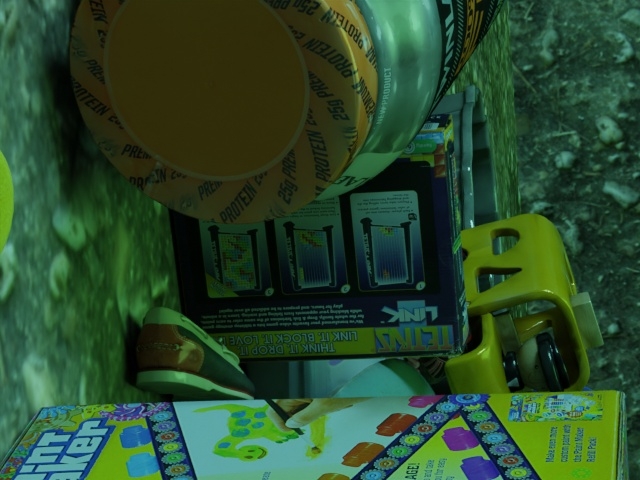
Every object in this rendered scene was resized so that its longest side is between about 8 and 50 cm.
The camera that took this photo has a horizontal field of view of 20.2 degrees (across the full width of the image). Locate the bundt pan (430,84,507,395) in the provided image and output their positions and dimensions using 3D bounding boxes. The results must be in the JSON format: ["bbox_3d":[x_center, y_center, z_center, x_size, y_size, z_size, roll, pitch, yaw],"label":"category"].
[{"bbox_3d":[0.093,0.031,1.594,0.331,0.124,0.331,-5,90,-80],"label":"bundt pan"}]

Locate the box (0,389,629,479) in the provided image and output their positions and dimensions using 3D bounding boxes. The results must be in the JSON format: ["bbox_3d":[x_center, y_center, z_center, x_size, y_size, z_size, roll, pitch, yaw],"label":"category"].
[{"bbox_3d":[0.003,0.235,0.798,0.177,0.279,0.290,-64,149,-66],"label":"box"}]

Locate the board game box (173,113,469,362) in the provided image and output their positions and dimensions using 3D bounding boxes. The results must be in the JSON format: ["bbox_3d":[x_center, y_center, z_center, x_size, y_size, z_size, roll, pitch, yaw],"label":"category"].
[{"bbox_3d":[0.000,0.000,1.085,0.048,0.170,0.141,-62,149,-69],"label":"board game box"}]

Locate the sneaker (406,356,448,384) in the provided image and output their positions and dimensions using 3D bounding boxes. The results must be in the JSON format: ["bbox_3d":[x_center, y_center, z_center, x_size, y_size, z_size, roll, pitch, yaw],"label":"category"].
[{"bbox_3d":[0.091,0.076,1.338,0.119,0.057,0.047,64,24,-64],"label":"sneaker"}]

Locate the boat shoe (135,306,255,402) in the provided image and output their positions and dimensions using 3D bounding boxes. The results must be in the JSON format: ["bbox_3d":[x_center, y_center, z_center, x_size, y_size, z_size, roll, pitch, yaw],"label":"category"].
[{"bbox_3d":[-0.071,0.071,1.039,0.137,0.049,0.043,37,50,-68],"label":"boat shoe"}]

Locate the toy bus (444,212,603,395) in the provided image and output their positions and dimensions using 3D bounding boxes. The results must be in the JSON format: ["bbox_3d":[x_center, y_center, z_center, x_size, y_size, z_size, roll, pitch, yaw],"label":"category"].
[{"bbox_3d":[0.133,0.063,1.199,0.191,0.104,0.202,45,30,-69],"label":"toy bus"}]

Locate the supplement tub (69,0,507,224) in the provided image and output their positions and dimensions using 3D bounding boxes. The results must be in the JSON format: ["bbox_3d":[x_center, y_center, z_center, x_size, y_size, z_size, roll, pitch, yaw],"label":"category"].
[{"bbox_3d":[-0.004,-0.143,0.990,0.316,0.193,0.193,-56,142,-57],"label":"supplement tub"}]

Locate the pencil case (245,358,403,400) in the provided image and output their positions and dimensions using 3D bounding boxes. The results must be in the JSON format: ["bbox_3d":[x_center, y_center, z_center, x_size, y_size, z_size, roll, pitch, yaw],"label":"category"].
[{"bbox_3d":[-0.006,0.014,1.192,0.124,0.113,0.273,-18,106,-66],"label":"pencil case"}]

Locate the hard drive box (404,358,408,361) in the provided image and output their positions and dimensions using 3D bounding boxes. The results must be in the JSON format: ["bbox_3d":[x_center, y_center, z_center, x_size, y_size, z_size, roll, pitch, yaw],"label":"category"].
[{"bbox_3d":[0.016,0.013,1.345,0.181,0.089,0.232,-30,117,-76],"label":"hard drive box"}]

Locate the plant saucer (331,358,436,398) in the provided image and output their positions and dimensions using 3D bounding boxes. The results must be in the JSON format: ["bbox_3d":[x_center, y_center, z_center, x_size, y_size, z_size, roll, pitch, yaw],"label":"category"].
[{"bbox_3d":[0.011,0.228,1.107,0.317,0.044,0.317,-49,150,-41],"label":"plant saucer"}]

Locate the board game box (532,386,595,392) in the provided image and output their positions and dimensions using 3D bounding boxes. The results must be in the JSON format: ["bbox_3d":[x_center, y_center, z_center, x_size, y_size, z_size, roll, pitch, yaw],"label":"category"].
[{"bbox_3d":[0.126,0.285,1.473,0.347,0.078,0.233,-61,161,-9],"label":"board game box"}]

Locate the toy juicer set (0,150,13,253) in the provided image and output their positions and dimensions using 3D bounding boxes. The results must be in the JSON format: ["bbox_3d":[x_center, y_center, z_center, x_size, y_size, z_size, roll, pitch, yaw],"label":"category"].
[{"bbox_3d":[-0.170,-0.149,0.556,0.209,0.089,0.329,10,86,-64],"label":"toy juicer set"}]
